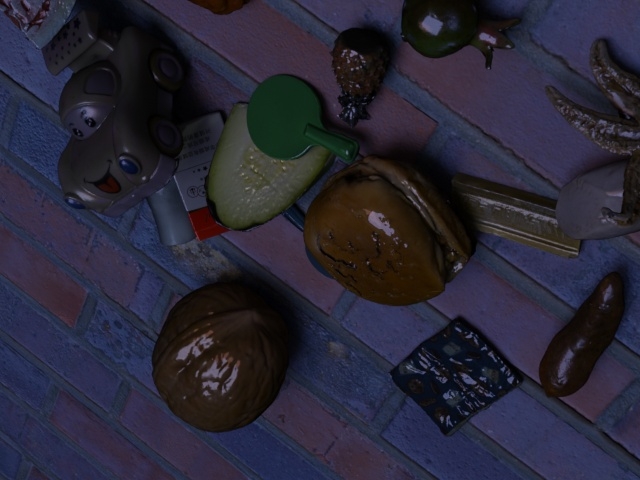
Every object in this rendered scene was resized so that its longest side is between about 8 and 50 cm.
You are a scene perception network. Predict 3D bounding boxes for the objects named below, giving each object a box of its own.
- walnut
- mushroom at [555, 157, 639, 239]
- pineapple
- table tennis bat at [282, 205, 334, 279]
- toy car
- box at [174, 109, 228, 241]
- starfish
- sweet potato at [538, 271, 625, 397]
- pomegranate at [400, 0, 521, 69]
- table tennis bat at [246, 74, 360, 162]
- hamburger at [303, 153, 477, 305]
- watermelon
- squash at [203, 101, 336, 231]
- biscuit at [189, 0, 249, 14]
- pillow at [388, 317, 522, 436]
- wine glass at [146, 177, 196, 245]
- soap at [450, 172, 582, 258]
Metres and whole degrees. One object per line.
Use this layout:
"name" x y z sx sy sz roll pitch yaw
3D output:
"walnut" -0.209 0.245 2.235 0.333 0.333 0.332 15 124 24
"mushroom" 0.536 -0.078 1.685 0.350 0.128 0.128 -10 111 32
"pineapple" 0.064 -0.284 1.874 0.108 0.108 0.197 27 141 15
"table tennis bat" 0.000 0.000 2.121 0.201 0.033 0.124 42 129 0
"toy car" -0.414 -0.244 2.017 0.226 0.336 0.242 23 143 -39
"box" -0.228 -0.130 2.135 0.139 0.035 0.245 -20 110 -1
"starfish" 0.514 -0.166 1.603 0.375 0.094 0.327 9 79 30
"sweet potato" 0.478 0.168 1.887 0.097 0.097 0.291 30 123 13
"pomegranate" 0.224 -0.352 1.709 0.191 0.152 0.131 19 122 -4
"table tennis bat" -0.034 -0.214 1.978 0.257 0.039 0.160 29 108 26
"hamburger" 0.122 -0.009 1.936 0.284 0.174 0.304 44 152 -10
"watermelon" -0.586 -0.520 2.025 0.262 0.201 0.213 38 100 48
"squash" -0.112 -0.128 2.037 0.237 0.155 0.204 24 129 20
"biscuit" -0.249 -0.585 1.875 0.318 0.110 0.312 30 131 14
"pillow" 0.269 0.278 2.122 0.189 0.034 0.255 46 132 3
"wine glass" -0.323 -0.108 2.209 0.103 0.103 0.231 4 120 30
"soap" 0.350 -0.043 1.875 0.252 0.037 0.092 18 126 22
